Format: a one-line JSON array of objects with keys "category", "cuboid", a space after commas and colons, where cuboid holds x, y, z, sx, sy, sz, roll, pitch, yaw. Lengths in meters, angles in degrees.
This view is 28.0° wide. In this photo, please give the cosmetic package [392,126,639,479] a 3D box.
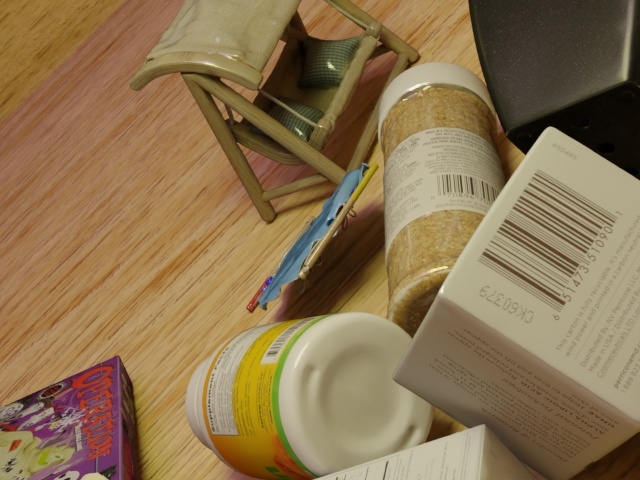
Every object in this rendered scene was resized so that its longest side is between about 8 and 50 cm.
[{"category": "cosmetic package", "cuboid": [0.161, 0.052, 0.887, 0.151, 0.151, 0.184, -54, -8, -22]}]

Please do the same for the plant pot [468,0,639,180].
[{"category": "plant pot", "cuboid": [0.249, -0.143, 1.119, 0.187, 0.188, 0.167, -20, 47, 37]}]

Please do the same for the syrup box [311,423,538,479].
[{"category": "syrup box", "cuboid": [0.044, 0.226, 0.939, 0.237, 0.093, 0.096, -25, 32, 32]}]

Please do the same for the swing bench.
[{"category": "swing bench", "cuboid": [-0.049, -0.207, 1.514, 0.165, 0.255, 0.253, -18, 36, 40]}]

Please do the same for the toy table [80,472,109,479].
[{"category": "toy table", "cuboid": [-0.188, 0.309, 1.007, 0.161, 0.252, 0.274, 9, 44, 38]}]

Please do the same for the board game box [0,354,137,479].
[{"category": "board game box", "cuboid": [-0.290, 0.232, 1.310, 0.208, 0.056, 0.347, -20, 16, -4]}]

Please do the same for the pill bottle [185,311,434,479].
[{"category": "pill bottle", "cuboid": [-0.023, 0.137, 1.095, 0.136, 0.136, 0.245, -55, 19, -23]}]

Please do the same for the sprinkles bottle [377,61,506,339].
[{"category": "sprinkles bottle", "cuboid": [0.115, -0.033, 1.185, 0.121, 0.121, 0.355, -32, 29, 22]}]

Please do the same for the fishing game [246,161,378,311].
[{"category": "fishing game", "cuboid": [0.000, 0.000, 1.326, 0.189, 0.041, 0.264, -56, 6, -21]}]
